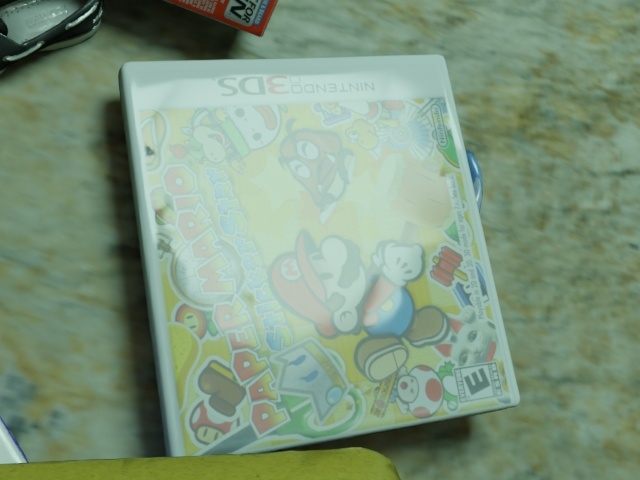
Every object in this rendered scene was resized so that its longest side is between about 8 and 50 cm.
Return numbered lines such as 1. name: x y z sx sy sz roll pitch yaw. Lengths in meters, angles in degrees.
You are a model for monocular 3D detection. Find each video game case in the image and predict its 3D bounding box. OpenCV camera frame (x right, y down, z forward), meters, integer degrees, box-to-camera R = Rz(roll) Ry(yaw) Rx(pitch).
1. video game case: 0.000 0.000 0.497 0.206 0.026 0.227 -6 77 -19

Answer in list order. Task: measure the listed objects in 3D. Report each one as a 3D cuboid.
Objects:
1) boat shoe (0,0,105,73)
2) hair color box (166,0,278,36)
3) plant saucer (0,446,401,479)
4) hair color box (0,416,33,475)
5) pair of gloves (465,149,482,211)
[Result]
1. boat shoe: -0.179 -0.118 0.479 0.125 0.038 0.046 -26 86 -24
2. hair color box: -0.100 -0.193 0.503 0.167 0.053 0.093 19 44 -16
3. plant saucer: -0.100 0.242 0.276 0.333 0.081 0.333 3 75 -20
4. hair color box: -0.144 0.246 0.359 0.185 0.110 0.339 -31 90 -23
5. pair of gloves: 0.028 0.000 0.532 0.198 0.023 0.159 -21 84 -23
